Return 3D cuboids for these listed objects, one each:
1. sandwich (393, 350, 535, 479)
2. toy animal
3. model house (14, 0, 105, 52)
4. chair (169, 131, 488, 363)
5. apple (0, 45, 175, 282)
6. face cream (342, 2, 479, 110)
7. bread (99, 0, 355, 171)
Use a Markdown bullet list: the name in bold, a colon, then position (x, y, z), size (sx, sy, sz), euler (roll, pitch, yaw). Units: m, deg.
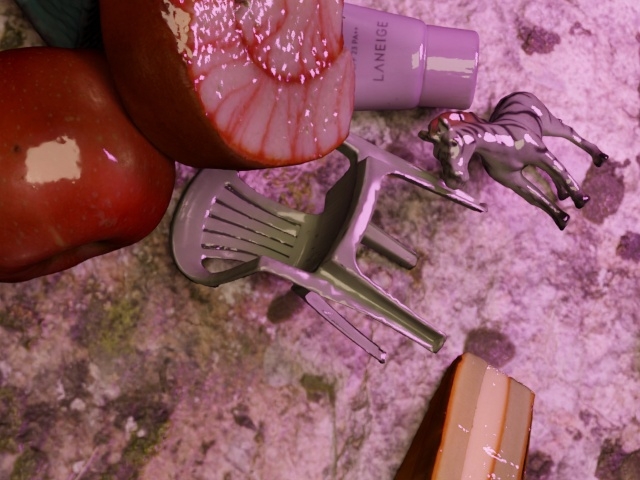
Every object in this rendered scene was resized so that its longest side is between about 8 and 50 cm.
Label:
- **sandwich**: position (0.179, 0.221, 1.901), size (0.117, 0.144, 0.187), euler (31, 77, -13)
- **toy animal**: position (0.227, -0.089, 1.923), size (0.090, 0.255, 0.170), euler (-45, 78, 26)
- **model house**: position (-0.222, -0.345, 1.848), size (0.230, 0.249, 0.280), euler (28, 59, 29)
- **chair**: position (0.000, 0.000, 1.860), size (0.274, 0.190, 0.203), euler (31, 59, -16)
- **apple**: position (-0.275, -0.080, 1.745), size (0.260, 0.260, 0.216), euler (-14, 84, -17)
- **face cream**: position (0.037, -0.205, 1.947), size (0.274, 0.096, 0.154), euler (5, 84, -2)
- **bread**: position (-0.086, -0.231, 1.713), size (0.295, 0.114, 0.328), euler (-7, 96, -53)
